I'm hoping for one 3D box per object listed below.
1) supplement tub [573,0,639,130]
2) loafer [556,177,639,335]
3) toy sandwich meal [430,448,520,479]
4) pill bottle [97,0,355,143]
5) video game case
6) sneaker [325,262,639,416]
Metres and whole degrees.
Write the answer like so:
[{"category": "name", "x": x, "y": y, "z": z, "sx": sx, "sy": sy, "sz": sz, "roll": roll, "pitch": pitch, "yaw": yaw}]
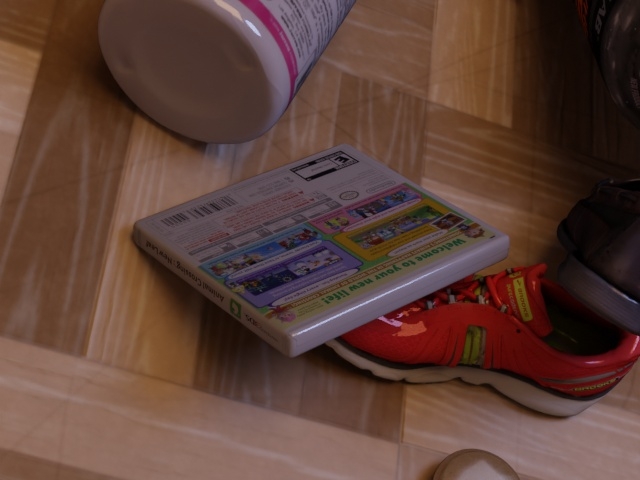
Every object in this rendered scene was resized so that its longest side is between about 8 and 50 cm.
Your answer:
[{"category": "supplement tub", "x": 0.328, "y": -0.217, "z": 1.257, "sx": 0.207, "sy": 0.207, "sz": 0.338, "roll": 16, "pitch": 35, "yaw": -16}, {"category": "loafer", "x": 0.249, "y": -0.004, "z": 1.124, "sx": 0.109, "sy": 0.095, "sz": 0.302, "roll": 33, "pitch": 14, "yaw": 5}, {"category": "toy sandwich meal", "x": 0.119, "y": 0.196, "z": 1.087, "sx": 0.085, "sy": 0.029, "sz": 0.085, "roll": 9, "pitch": 60, "yaw": -15}, {"category": "pill bottle", "x": -0.046, "y": -0.226, "z": 1.175, "sx": 0.160, "sy": 0.160, "sz": 0.283, "roll": 33, "pitch": 53, "yaw": -4}, {"category": "video game case", "x": 0.000, "y": 0.000, "z": 1.086, "sx": 0.212, "sy": 0.023, "sz": 0.193, "roll": -22, "pitch": 38, "yaw": -33}, {"category": "sneaker", "x": 0.124, "y": 0.051, "z": 1.116, "sx": 0.279, "sy": 0.118, "sz": 0.107, "roll": 13, "pitch": 56, "yaw": -18}]
